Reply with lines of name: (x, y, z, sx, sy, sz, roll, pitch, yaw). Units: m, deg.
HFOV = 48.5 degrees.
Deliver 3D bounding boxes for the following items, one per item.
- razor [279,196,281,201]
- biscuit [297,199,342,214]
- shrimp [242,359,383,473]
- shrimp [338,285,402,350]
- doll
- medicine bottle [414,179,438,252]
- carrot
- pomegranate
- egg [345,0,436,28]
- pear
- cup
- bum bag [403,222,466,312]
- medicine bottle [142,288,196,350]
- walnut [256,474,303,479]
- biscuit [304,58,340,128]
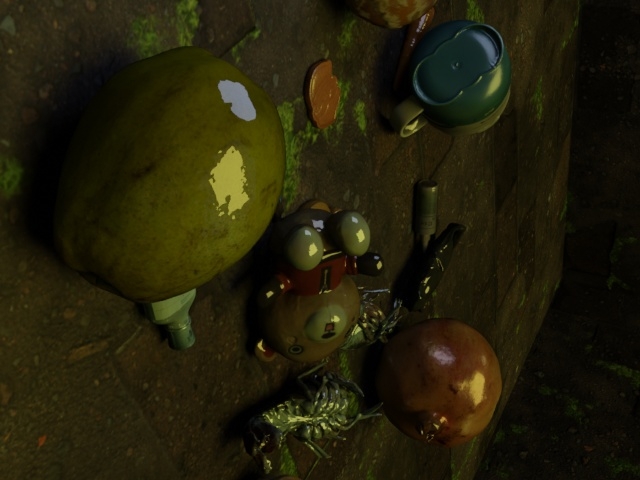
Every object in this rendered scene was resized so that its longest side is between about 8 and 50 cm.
razor: (-0.138, -0.057, 1.124, 0.253, 0.042, 0.082, -16, 137, -59)
biscuit: (0.000, 0.000, 1.405, 0.165, 0.036, 0.225, -66, 150, -15)
shrimp: (-0.017, 0.345, 1.422, 0.411, 0.166, 0.221, -1, 106, -48)
shrimp: (0.105, 0.170, 1.530, 0.372, 0.172, 0.137, -7, 104, -52)
doll: (-0.022, 0.075, 1.255, 0.235, 0.174, 0.329, -18, 130, -27)
medicine bottle: (0.273, -0.056, 1.844, 0.058, 0.058, 0.199, -36, 134, -49)
carrot: (0.199, -0.427, 1.563, 0.048, 0.048, 0.216, 27, 84, -61)
pomegranate: (0.297, 0.372, 1.797, 0.338, 0.338, 0.338, -34, 131, -51)
egg: (0.129, -0.475, 1.260, 0.233, 0.195, 0.194, -21, 121, -52)
pear: (-0.177, -0.073, 0.846, 0.307, 0.253, 0.253, -57, 148, -12)
cup: (0.276, -0.331, 1.544, 0.290, 0.219, 0.258, -36, 172, 11)
bum bag: (0.296, 0.070, 1.905, 0.326, 0.080, 0.142, -55, 172, -32)
medicine bottle: (-0.220, 0.069, 1.023, 0.090, 0.054, 0.208, -47, 142, -43)
walnut: (-0.069, 0.560, 1.366, 0.213, 0.213, 0.213, -34, 131, -51)
biscuit: (0.006, -0.267, 1.309, 0.102, 0.019, 0.130, -55, 146, -31)
